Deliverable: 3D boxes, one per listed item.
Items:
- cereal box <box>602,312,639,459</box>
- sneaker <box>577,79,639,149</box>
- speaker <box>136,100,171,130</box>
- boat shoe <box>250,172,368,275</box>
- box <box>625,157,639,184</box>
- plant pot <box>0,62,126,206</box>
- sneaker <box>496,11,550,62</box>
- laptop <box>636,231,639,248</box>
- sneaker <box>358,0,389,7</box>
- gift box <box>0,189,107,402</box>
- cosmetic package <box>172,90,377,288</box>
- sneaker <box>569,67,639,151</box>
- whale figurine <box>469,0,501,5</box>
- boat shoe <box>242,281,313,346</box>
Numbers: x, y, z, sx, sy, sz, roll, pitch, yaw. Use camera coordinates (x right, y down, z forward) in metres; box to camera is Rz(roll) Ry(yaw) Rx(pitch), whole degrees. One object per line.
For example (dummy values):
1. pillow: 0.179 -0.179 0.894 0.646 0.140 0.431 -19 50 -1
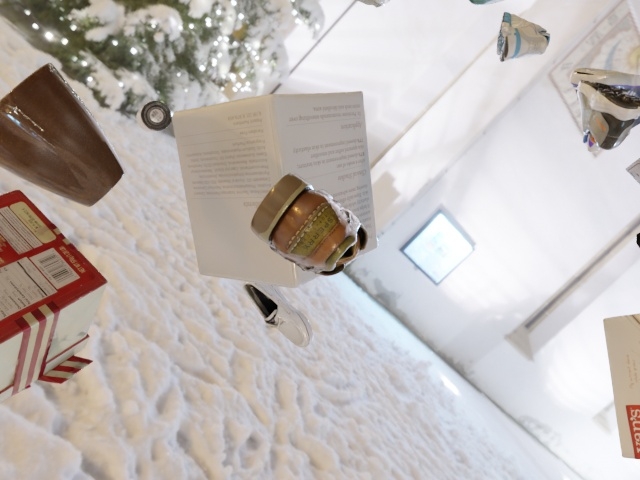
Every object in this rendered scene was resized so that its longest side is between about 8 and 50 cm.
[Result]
1. cereal box: 0.438 0.154 0.532 0.047 0.173 0.240 13 -22 -27
2. sneaker: 0.579 -0.266 1.030 0.100 0.108 0.271 16 30 11
3. speaker: -0.322 -0.236 0.955 0.055 0.055 0.136 41 -7 -24
4. boat shoe: 0.000 0.000 0.637 0.104 0.110 0.307 37 7 8
5. box: 0.856 -0.192 1.077 0.169 0.290 0.087 55 8 13
6. plant pot: -0.505 -0.181 0.964 0.230 0.215 0.215 46 5 -28
7. sneaker: 0.361 -0.359 0.884 0.190 0.083 0.071 -70 161 -52
8. laptop: 0.624 0.040 0.659 0.264 0.234 0.136 26 47 -22
9. sneaker: 0.049 -0.254 0.334 0.108 0.293 0.169 31 -44 36
10. gift box: -0.499 0.109 0.786 0.255 0.258 0.276 47 39 10
11. cosmetic package: -0.097 -0.132 1.179 0.327 0.393 0.329 3 15 38
12. sneaker: 0.812 -0.365 1.432 0.323 0.236 0.130 -9 29 -32
13. whale figurine: 0.218 -0.373 0.593 0.141 0.216 0.272 56 32 -63
14. boat shoe: -0.124 0.205 1.376 0.258 0.095 0.084 48 30 -1
